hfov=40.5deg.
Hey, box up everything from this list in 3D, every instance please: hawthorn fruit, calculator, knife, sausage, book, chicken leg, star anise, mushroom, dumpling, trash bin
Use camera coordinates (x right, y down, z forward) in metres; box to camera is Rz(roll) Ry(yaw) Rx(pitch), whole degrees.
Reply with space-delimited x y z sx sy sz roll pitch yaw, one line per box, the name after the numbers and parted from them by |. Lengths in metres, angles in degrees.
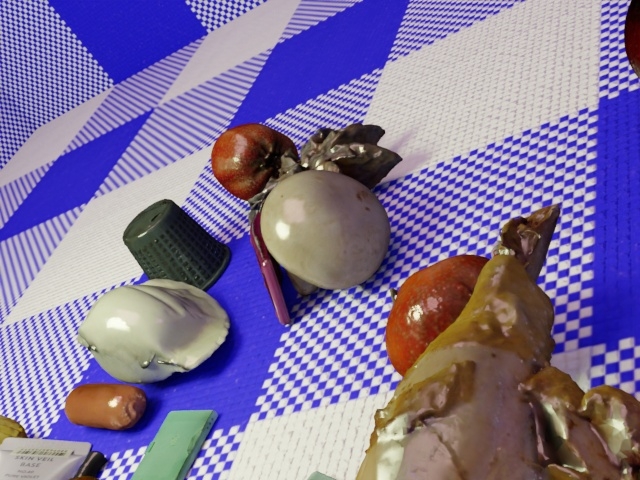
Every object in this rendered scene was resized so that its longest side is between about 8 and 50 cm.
-0.139 -0.157 1.751 0.169 0.169 0.188 -47 26 -18 | hawthorn fruit
0.126 0.096 1.056 0.165 0.165 0.285 -47 19 -17 | hawthorn fruit
-0.084 0.043 1.395 0.034 0.127 0.190 -15 28 -1 | calculator
-0.377 0.416 1.285 0.060 0.028 0.230 -1 45 33 | knife
-0.354 0.271 1.426 0.194 0.077 0.077 -6 41 44 | sausage
-0.216 0.306 1.262 0.103 0.017 0.135 -11 38 38 | book
0.201 0.148 0.812 0.295 0.182 0.410 3 58 33 | chicken leg
-0.007 -0.101 1.541 0.331 0.117 0.332 -31 31 21 | star anise
0.000 0.000 1.334 0.204 0.204 0.204 -29 28 17 | mushroom
-0.269 0.148 1.463 0.227 0.243 0.175 -40 -19 -46 | dumpling
-0.284 0.012 1.650 0.175 0.161 0.175 -29 26 16 | trash bin

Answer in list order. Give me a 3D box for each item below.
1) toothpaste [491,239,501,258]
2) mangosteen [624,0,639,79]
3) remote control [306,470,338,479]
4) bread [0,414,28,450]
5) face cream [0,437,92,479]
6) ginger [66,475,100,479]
0.240 0.054 1.097 0.045 0.028 0.170 -34 30 21 | toothpaste
0.492 -0.310 1.104 0.235 0.261 0.235 -30 26 16 | mangosteen
0.017 0.300 0.989 0.053 0.018 0.124 -50 29 -22 | remote control
-0.613 0.388 1.480 0.240 0.139 0.240 -26 27 15 | bread
-0.464 0.405 1.323 0.154 0.096 0.274 -1 33 8 | face cream
-0.247 0.429 0.938 0.254 0.176 0.418 -25 34 16 | ginger
